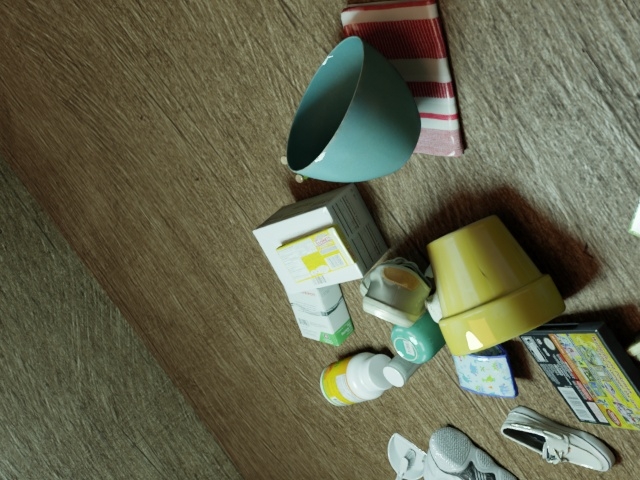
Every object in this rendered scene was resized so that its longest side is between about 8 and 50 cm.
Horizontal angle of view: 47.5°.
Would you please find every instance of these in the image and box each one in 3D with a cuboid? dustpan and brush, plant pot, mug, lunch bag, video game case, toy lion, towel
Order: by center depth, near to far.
[{"bbox_3d":[0.086,-0.235,1.462,0.195,0.290,0.290,22,152,-22],"label":"plant pot"},{"bbox_3d":[0.170,-0.331,1.512,0.237,0.037,0.329,11,128,42],"label":"towel"},{"bbox_3d":[0.345,0.085,1.527,0.254,0.254,0.239,-34,78,55],"label":"plant pot"},{"bbox_3d":[0.579,0.289,1.552,0.275,0.035,0.248,53,157,-9],"label":"video game case"},{"bbox_3d":[0.406,0.306,1.761,0.151,0.096,0.129,14,131,54],"label":"lunch bag"},{"bbox_3d":[-0.051,-0.212,1.873,0.100,0.034,0.096,52,137,-1],"label":"toy lion"},{"bbox_3d":[0.238,0.245,1.891,0.158,0.097,0.129,43,144,11],"label":"mug"},{"bbox_3d":[0.267,0.727,2.320,0.147,0.060,0.211,32,140,26],"label":"dustpan and brush"}]

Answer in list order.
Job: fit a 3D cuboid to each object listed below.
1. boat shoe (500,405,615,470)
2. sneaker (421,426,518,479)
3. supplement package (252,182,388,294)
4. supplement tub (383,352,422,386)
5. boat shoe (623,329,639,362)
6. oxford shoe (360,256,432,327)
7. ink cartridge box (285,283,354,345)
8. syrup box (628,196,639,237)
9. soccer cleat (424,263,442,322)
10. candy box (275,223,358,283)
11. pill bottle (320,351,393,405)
[{"bbox_3d":[0.565,0.492,1.753,0.267,0.088,0.096,25,137,33],"label":"boat shoe"},{"bbox_3d":[0.435,0.707,2.057,0.366,0.137,0.210,43,145,20],"label":"sneaker"},{"bbox_3d":[0.000,0.000,1.861,0.262,0.145,0.204,-16,109,42],"label":"supplement package"},{"bbox_3d":[0.228,0.338,1.977,0.071,0.107,0.071,29,139,29],"label":"supplement tub"},{"bbox_3d":[0.673,0.186,1.377,0.073,0.080,0.223,43,150,3],"label":"boat shoe"},{"bbox_3d":[0.179,0.104,1.677,0.169,0.130,0.449,20,-178,5],"label":"oxford shoe"},{"bbox_3d":[-0.006,0.190,2.125,0.153,0.087,0.208,10,129,44],"label":"ink cartridge box"},{"bbox_3d":[0.648,-0.023,1.196,0.237,0.096,0.093,28,141,29],"label":"syrup box"},{"bbox_3d":[0.276,0.133,1.768,0.068,0.076,0.196,22,136,35],"label":"soccer cleat"},{"bbox_3d":[-0.012,0.035,1.772,0.206,0.027,0.105,-20,103,42],"label":"candy box"},{"bbox_3d":[0.115,0.405,2.139,0.136,0.136,0.246,54,145,-3],"label":"pill bottle"}]
